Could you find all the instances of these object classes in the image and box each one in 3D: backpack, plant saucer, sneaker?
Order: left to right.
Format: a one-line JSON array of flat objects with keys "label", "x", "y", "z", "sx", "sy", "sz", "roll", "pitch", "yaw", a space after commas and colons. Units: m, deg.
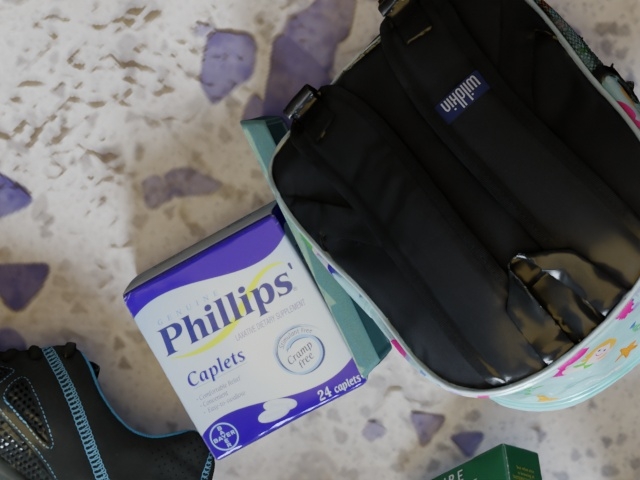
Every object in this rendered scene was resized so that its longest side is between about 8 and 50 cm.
[{"label": "sneaker", "x": -0.235, "y": 0.122, "z": 1.345, "sx": 0.341, "sy": 0.125, "sz": 0.139, "roll": 33, "pitch": 76, "yaw": 1}, {"label": "plant saucer", "x": 0.000, "y": 0.000, "z": 1.289, "sx": 0.018, "sy": 0.067, "sz": 0.192, "roll": -26, "pitch": 90, "yaw": 13}, {"label": "backpack", "x": 0.121, "y": -0.019, "z": 1.197, "sx": 0.225, "sy": 0.191, "sz": 0.253, "roll": -46, "pitch": 57, "yaw": 12}]

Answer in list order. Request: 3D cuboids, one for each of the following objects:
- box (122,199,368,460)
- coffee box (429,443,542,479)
[{"label": "box", "x": -0.050, "y": 0.061, "z": 1.318, "sx": 0.126, "sy": 0.072, "sz": 0.137, "roll": -29, "pitch": 97, "yaw": 10}, {"label": "coffee box", "x": 0.112, "y": 0.242, "z": 1.280, "sx": 0.040, "sy": 0.184, "sz": 0.113, "roll": 17, "pitch": 142, "yaw": -36}]
